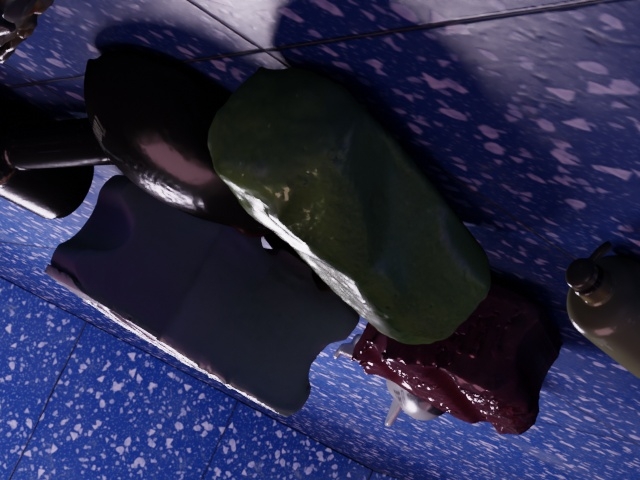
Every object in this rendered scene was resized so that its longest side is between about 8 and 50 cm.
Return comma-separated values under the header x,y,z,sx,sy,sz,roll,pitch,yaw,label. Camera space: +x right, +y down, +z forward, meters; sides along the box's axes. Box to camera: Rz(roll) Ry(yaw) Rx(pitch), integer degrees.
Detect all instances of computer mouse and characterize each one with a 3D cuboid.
x,y,z,sx,sy,sz,roll,pitch,yaw,label
-0.111,-0.074,1.382,0.269,0.100,0.170,31,169,-26,computer mouse

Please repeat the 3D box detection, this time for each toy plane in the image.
x,y,z,sx,sy,sz,roll,pitch,yaw,label
0.139,0.190,1.989,0.252,0.118,0.252,21,166,6,toy plane

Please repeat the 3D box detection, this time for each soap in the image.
x,y,z,sx,sy,sz,roll,pitch,yaw,label
-0.163,0.048,1.702,0.261,0.156,0.446,34,173,-21,soap
0.155,0.122,1.634,0.220,0.127,0.325,21,168,20,soap

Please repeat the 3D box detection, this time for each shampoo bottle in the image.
x,y,z,sx,sy,sz,roll,pitch,yaw,label
0.262,0.061,1.273,0.079,0.079,0.162,11,163,47,shampoo bottle

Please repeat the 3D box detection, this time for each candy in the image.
x,y,z,sx,sy,sz,roll,pitch,yaw,label
0.031,-0.024,1.269,0.142,0.132,0.343,52,-176,36,candy

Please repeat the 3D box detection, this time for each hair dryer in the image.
x,y,z,sx,sy,sz,roll,pitch,yaw,label
-0.275,-0.097,1.640,0.352,0.107,0.189,3,158,47,hair dryer

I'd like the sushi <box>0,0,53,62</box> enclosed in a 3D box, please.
x,y,z,sx,sy,sz,roll,pitch,yaw,label
-0.339,-0.238,0.935,0.417,0.176,0.417,23,168,5,sushi

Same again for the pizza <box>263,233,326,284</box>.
x,y,z,sx,sy,sz,roll,pitch,yaw,label
0.000,0.000,1.569,0.181,0.034,0.262,40,164,-5,pizza
